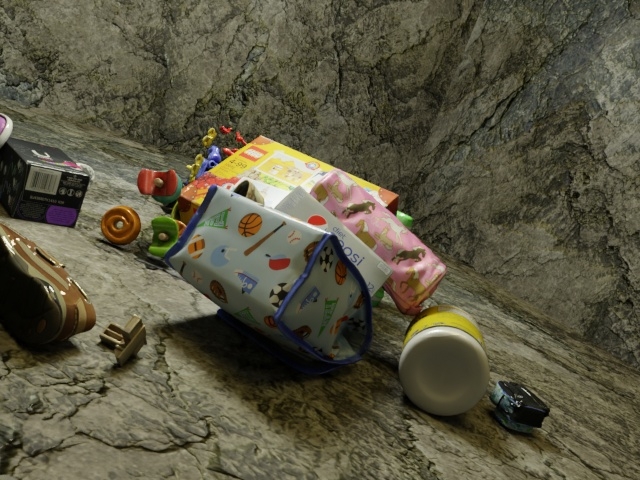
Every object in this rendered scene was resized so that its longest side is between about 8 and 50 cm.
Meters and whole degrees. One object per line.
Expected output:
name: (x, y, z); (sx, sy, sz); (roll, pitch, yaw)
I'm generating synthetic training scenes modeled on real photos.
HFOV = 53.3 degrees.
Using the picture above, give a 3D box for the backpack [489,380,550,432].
backpack: (0.439, 0.375, 1.441); (0.105, 0.084, 0.114); (17, 16, -25)

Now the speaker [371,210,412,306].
speaker: (0.182, 0.049, 1.984); (0.131, 0.297, 0.131); (21, 11, -4)

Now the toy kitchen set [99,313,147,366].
toy kitchen set: (-0.338, 0.160, 1.048); (0.075, 0.083, 0.068); (23, 52, 11)

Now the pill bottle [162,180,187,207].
pill bottle: (-0.424, -0.136, 2.196); (0.219, 0.123, 0.123); (14, 13, -34)

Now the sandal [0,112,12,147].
sandal: (-0.976, -0.286, 1.682); (0.416, 0.169, 0.102); (8, -22, 33)

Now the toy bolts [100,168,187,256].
toy bolts: (-0.436, -0.073, 1.662); (0.218, 0.229, 0.158); (8, -4, 3)

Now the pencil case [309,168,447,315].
pencil case: (0.125, 0.004, 1.528); (0.386, 0.167, 0.160); (41, 5, 4)

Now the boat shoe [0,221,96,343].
boat shoe: (-0.497, 0.070, 1.081); (0.324, 0.123, 0.120); (38, 12, 31)

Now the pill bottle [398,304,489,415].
pill bottle: (0.281, 0.254, 1.459); (0.187, 0.188, 0.334); (23, 10, 8)

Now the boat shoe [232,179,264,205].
boat shoe: (-0.251, -0.028, 1.596); (0.104, 0.285, 0.089); (23, -21, 25)

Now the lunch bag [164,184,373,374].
lunch bag: (-0.081, 0.106, 1.332); (0.327, 0.239, 0.385); (26, -14, 32)

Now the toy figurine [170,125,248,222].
toy figurine: (-0.365, -0.180, 2.078); (0.191, 0.363, 0.217); (25, -7, -24)

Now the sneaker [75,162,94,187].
sneaker: (-0.791, -0.207, 1.930); (0.115, 0.090, 0.232); (22, 9, 24)

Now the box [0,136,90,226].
box: (-0.729, -0.157, 1.642); (0.165, 0.143, 0.270); (11, 14, -43)

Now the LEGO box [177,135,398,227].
LEGO box: (-0.091, -0.059, 1.807); (0.500, 0.193, 0.372); (26, 48, 25)

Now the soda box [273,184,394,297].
soda box: (0.018, 0.015, 1.410); (0.286, 0.091, 0.098); (42, -25, 4)
